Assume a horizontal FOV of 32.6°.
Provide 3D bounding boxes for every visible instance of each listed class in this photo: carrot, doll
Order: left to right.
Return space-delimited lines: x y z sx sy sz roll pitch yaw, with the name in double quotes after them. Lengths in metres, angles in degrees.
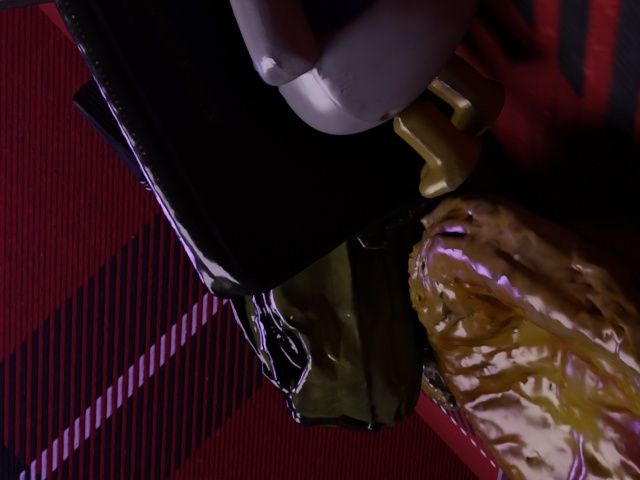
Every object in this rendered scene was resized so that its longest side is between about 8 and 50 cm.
-0.028 -0.140 0.462 0.119 0.138 0.293 -25 118 41 "doll"
0.149 0.024 0.715 0.254 0.049 0.049 53 171 -34 "carrot"

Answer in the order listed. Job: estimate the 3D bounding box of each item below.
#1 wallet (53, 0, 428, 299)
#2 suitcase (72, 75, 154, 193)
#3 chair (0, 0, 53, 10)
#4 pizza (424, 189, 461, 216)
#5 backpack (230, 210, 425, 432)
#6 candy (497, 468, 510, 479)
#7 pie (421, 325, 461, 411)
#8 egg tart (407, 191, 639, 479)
-0.044 -0.095 0.528 0.044 0.149 0.250 -21 97 54 "wallet"
-0.244 -0.147 1.776 0.335 0.152 0.229 40 171 46 "suitcase"
-0.363 -0.366 1.073 0.203 0.416 0.240 57 -148 -57 "chair"
0.117 0.015 0.849 0.134 0.046 0.175 46 175 12 "pizza"
0.000 0.000 0.711 0.207 0.140 0.253 62 -160 -79 "backpack"
0.213 0.190 0.793 0.156 0.115 0.265 19 168 19 "candy"
0.083 0.080 1.418 0.296 0.078 0.371 39 170 42 "pie"
0.161 0.078 0.558 0.295 0.116 0.295 52 166 19 "egg tart"
